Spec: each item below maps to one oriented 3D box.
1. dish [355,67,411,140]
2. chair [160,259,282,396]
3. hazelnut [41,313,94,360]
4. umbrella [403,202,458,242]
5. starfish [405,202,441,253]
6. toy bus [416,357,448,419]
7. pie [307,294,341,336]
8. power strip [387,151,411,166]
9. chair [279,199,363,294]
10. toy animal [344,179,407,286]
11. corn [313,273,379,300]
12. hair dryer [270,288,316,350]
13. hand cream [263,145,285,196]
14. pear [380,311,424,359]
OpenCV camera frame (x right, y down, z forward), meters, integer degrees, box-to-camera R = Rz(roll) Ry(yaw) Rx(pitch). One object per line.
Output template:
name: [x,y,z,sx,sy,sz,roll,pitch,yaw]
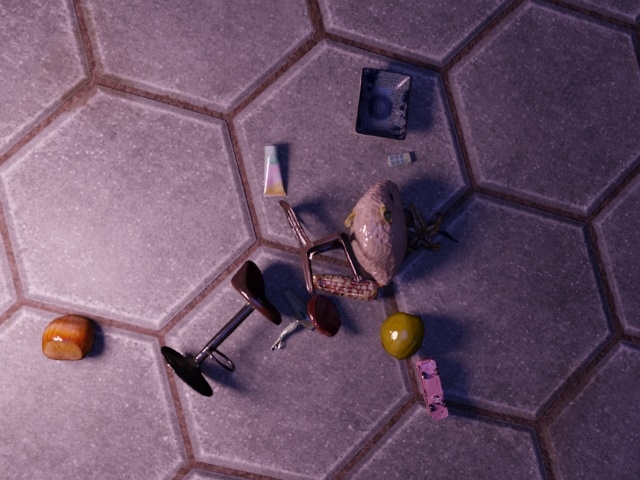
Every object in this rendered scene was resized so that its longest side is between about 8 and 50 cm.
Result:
dish: [0.215,-0.471,1.810,0.182,0.080,0.243,7,85,-6]
chair: [-0.290,0.274,1.644,0.226,0.226,0.401,43,83,-3]
hazelnut: [-0.804,0.311,1.640,0.150,0.150,0.150,0,87,-6]
umbrella: [0.383,-0.061,1.838,0.269,0.044,0.044,33,58,-13]
starfish: [0.357,-0.044,1.785,0.146,0.074,0.189,-14,108,7]
toy bus: [0.385,0.508,1.777,0.063,0.090,0.203,-14,88,-7]
pie: [0.013,0.254,1.735,0.036,0.154,0.154,-32,91,33]
power strip: [0.283,-0.290,1.840,0.090,0.016,0.040,-12,88,-7]
chair: [0.000,0.000,1.688,0.183,0.175,0.326,-18,80,0]
toy animal: [0.190,-0.019,1.713,0.188,0.226,0.358,-4,94,31]
corn: [0.086,0.156,1.771,0.237,0.079,0.079,11,86,-3]
hair dryer: [-0.118,0.264,1.762,0.199,0.067,0.167,-28,81,8]
hand cream: [-0.163,-0.239,1.778,0.076,0.047,0.174,-4,96,-8]
pear: [0.276,0.321,1.747,0.149,0.149,0.162,26,85,-5]
